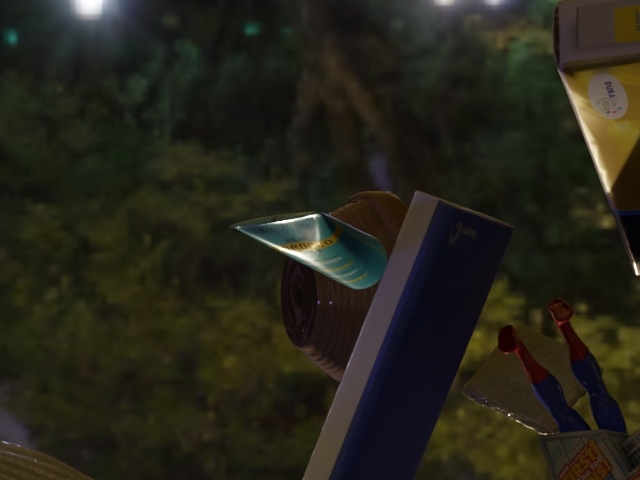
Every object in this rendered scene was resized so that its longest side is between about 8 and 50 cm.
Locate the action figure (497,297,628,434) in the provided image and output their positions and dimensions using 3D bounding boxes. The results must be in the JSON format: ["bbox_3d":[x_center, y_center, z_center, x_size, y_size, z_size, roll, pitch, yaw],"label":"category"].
[{"bbox_3d":[0.269,0.204,1.678,0.091,0.280,0.139,-30,-159,8],"label":"action figure"}]

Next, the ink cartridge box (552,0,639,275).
[{"bbox_3d":[0.336,-0.076,1.199,0.307,0.072,0.303,-4,150,19],"label":"ink cartridge box"}]

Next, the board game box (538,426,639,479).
[{"bbox_3d":[0.266,0.204,1.432,0.060,0.194,0.194,16,-144,-46],"label":"board game box"}]

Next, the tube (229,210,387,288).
[{"bbox_3d":[0.000,0.000,1.558,0.080,0.052,0.207,-14,164,19],"label":"tube"}]

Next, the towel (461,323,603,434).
[{"bbox_3d":[0.236,0.155,2.008,0.110,0.027,0.148,-49,-141,-15],"label":"towel"}]

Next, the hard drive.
[{"bbox_3d":[0.078,0.119,1.661,0.040,0.318,0.210,23,-176,23],"label":"hard drive"}]

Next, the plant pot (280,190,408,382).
[{"bbox_3d":[0.026,0.063,2.031,0.110,0.237,0.237,-1,-173,-23],"label":"plant pot"}]

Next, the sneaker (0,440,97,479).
[{"bbox_3d":[-0.221,0.254,1.350,0.292,0.169,0.108,18,-169,35],"label":"sneaker"}]
